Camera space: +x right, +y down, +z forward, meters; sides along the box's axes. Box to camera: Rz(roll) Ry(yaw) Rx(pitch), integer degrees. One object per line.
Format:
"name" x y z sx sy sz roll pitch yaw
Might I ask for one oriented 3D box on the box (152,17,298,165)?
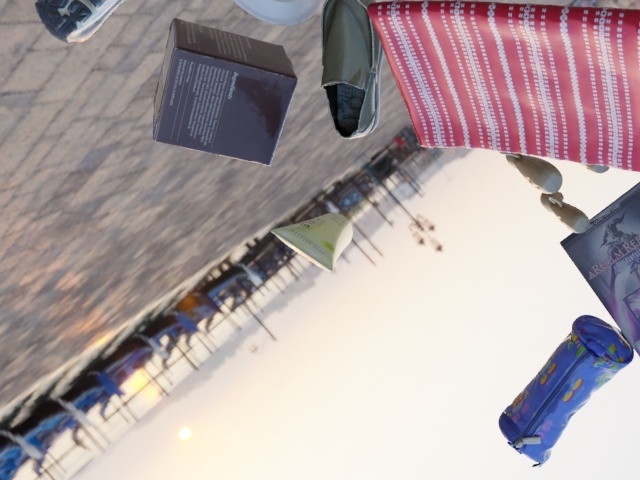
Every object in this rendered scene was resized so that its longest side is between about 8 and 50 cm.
"box" -0.168 -0.251 1.256 0.168 0.203 0.166 -108 -147 -56

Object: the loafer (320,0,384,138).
"loafer" 0.049 -0.267 1.144 0.095 0.251 0.087 2 -149 19

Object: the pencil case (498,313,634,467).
"pencil case" 0.445 0.282 1.378 0.133 0.119 0.306 -26 148 -55

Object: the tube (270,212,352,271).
"tube" 0.000 0.000 1.034 0.070 0.062 0.240 -8 -175 12

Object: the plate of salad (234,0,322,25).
"plate of salad" -0.081 -0.423 1.143 0.200 0.199 0.048 -42 -167 -31

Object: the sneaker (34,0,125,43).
"sneaker" -0.134 -0.282 0.652 0.283 0.110 0.122 -54 155 3

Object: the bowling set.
"bowling set" 0.411 -0.170 1.268 0.200 0.287 0.154 -40 -151 7

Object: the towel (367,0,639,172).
"towel" 0.190 -0.135 0.674 0.031 0.275 0.199 -64 148 -22

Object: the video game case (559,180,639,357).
"video game case" 0.568 0.059 1.286 0.026 0.274 0.196 -7 150 -47
